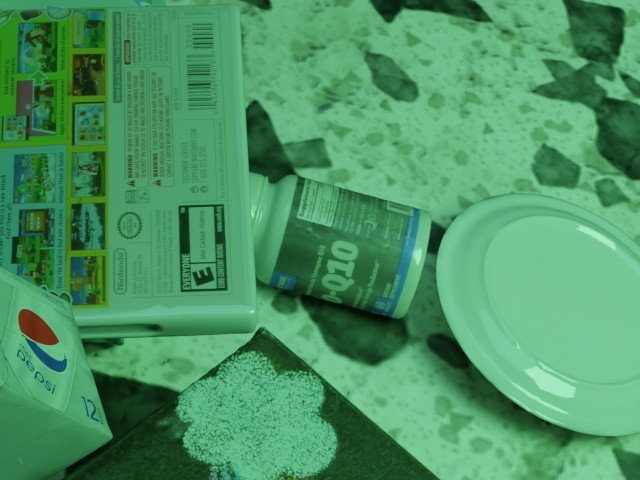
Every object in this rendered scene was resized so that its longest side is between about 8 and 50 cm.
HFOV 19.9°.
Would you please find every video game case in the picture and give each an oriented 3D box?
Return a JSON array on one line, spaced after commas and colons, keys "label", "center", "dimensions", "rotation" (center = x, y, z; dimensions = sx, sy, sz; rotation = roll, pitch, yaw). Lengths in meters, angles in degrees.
[{"label": "video game case", "center": [-0.145, -0.043, 1.056], "dimensions": [0.206, 0.026, 0.227], "rotation": [-2, 57, -4]}]

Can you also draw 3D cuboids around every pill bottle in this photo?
[{"label": "pill bottle", "center": [0.000, 0.000, 1.238], "dimensions": [0.137, 0.078, 0.078], "rotation": [15, 50, -3]}]

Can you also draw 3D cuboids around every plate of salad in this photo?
[{"label": "plate of salad", "center": [0.166, 0.053, 1.262], "dimensions": [0.200, 0.048, 0.200], "rotation": [14, 50, -18]}]

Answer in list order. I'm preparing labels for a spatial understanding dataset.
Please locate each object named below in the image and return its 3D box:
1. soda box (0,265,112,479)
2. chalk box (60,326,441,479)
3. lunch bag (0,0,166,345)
[{"label": "soda box", "center": [-0.255, 0.124, 0.953], "dimensions": [0.286, 0.098, 0.091], "rotation": [-33, 57, 15]}, {"label": "chalk box", "center": [-0.002, 0.229, 0.993], "dimensions": [0.289, 0.179, 0.180], "rotation": [41, 52, 17]}, {"label": "lunch bag", "center": [-0.215, -0.080, 1.194], "dimensions": [0.223, 0.160, 0.262], "rotation": [7, 57, -9]}]
